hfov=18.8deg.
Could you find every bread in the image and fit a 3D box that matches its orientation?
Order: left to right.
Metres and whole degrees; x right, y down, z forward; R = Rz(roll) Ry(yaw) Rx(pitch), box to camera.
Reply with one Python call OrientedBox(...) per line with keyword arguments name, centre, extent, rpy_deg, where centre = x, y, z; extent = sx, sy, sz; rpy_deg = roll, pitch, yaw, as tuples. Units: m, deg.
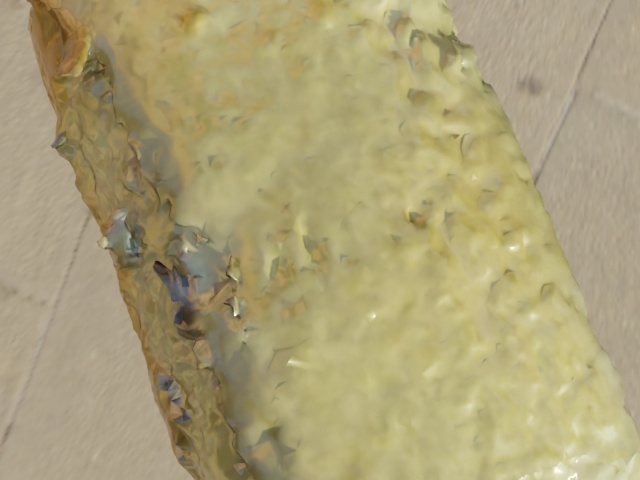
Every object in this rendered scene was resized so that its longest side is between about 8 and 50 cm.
OrientedBox(name="bread", centre=(0.000, 0.000, 1.029), extent=(0.236, 0.165, 0.375), rpy_deg=(-20, 79, -1))
